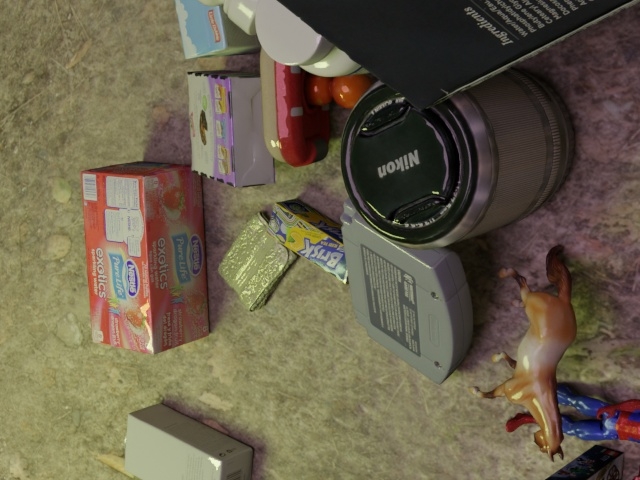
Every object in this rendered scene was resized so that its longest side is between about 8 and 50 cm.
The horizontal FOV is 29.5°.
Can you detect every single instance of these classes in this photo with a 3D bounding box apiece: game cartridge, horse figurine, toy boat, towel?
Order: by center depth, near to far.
[{"bbox_3d":[0.281,0.136,1.601,0.174,0.066,0.263,26,102,62],"label":"horse figurine"},{"bbox_3d":[0.123,0.077,1.692,0.196,0.060,0.294,38,155,29],"label":"game cartridge"},{"bbox_3d":[0.002,-0.223,1.762,0.151,0.151,0.231,2,102,21],"label":"toy boat"},{"bbox_3d":[-0.105,0.035,1.967,0.110,0.027,0.148,50,125,20],"label":"towel"}]

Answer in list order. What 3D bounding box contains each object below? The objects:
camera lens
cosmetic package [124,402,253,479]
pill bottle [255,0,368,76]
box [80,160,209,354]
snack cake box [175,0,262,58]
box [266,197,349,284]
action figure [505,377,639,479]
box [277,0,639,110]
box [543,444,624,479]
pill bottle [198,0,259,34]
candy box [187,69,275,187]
[{"bbox_3d":[0.176,-0.113,1.553,0.219,0.274,0.219,9,105,37],"label":"camera lens"},{"bbox_3d":[-0.232,0.379,2.108,0.231,0.085,0.117,21,112,35],"label":"cosmetic package"},{"bbox_3d":[0.040,-0.297,1.621,0.152,0.272,0.152,9,105,37],"label":"pill bottle"},{"bbox_3d":[-0.291,0.024,2.036,0.154,0.142,0.300,6,104,37],"label":"box"},{"bbox_3d":[-0.148,-0.412,1.822,0.089,0.152,0.264,-6,95,39],"label":"snack cake box"},{"bbox_3d":[0.000,0.000,1.859,0.169,0.054,0.059,31,118,28],"label":"box"},{"bbox_3d":[0.358,0.247,1.584,0.280,0.139,0.091,5,103,35],"label":"action figure"},{"bbox_3d":[0.209,-0.475,1.302,0.472,0.297,0.480,-26,46,40],"label":"box"},{"bbox_3d":[0.319,0.377,1.574,0.044,0.233,0.159,12,107,36],"label":"box"},{"bbox_3d":[-0.155,-0.422,1.651,0.283,0.160,0.160,42,124,5],"label":"pill bottle"},{"bbox_3d":[-0.140,-0.176,1.871,0.196,0.070,0.165,-157,63,-63],"label":"candy box"}]
